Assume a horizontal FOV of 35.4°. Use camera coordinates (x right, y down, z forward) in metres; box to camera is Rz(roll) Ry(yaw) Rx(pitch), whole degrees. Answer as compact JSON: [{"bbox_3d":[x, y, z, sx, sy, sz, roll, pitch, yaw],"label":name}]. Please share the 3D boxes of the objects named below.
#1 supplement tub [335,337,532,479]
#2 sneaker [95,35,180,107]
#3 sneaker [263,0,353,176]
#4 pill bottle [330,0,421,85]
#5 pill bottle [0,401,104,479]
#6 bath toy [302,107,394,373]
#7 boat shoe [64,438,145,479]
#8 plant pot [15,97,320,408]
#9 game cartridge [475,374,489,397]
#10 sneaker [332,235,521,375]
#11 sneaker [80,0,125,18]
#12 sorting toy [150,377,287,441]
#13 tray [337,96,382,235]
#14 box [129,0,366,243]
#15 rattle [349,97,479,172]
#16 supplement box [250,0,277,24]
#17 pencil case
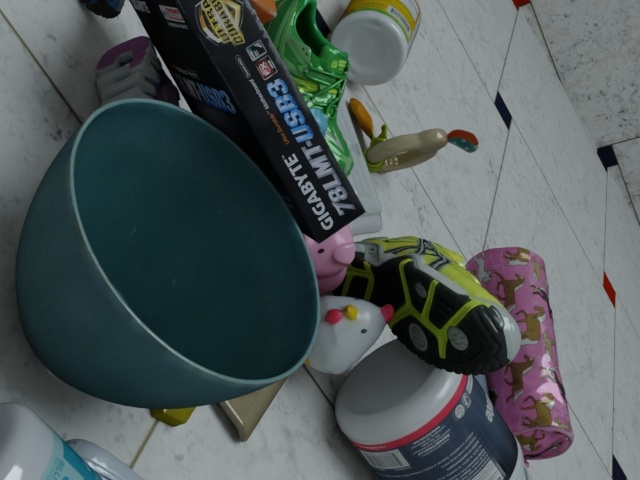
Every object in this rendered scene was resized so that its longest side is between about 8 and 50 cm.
[{"bbox_3d":[0.162,0.281,1.387,0.272,0.191,0.191,55,31,-23],"label":"supplement tub"},{"bbox_3d":[-0.204,-0.121,1.137,0.104,0.095,0.236,51,31,-44],"label":"sneaker"},{"bbox_3d":[-0.012,-0.235,1.511,0.109,0.123,0.295,-15,84,-61],"label":"sneaker"},{"bbox_3d":[0.109,-0.392,1.820,0.136,0.136,0.245,56,30,-22],"label":"pill bottle"},{"bbox_3d":[-0.207,0.264,0.799,0.264,0.146,0.146,54,31,-26],"label":"pill bottle"},{"bbox_3d":[0.000,0.000,1.312,0.151,0.129,0.348,32,37,-58],"label":"bath toy"},{"bbox_3d":[-0.171,0.275,0.944,0.226,0.083,0.075,39,50,-25],"label":"boat shoe"},{"bbox_3d":[-0.170,0.040,0.944,0.290,0.195,0.290,35,37,-32],"label":"plant pot"},{"bbox_3d":[0.212,0.189,1.691,0.196,0.060,0.294,19,55,-51],"label":"game cartridge"},{"bbox_3d":[0.149,0.059,1.336,0.147,0.385,0.145,-19,114,-23],"label":"sneaker"},{"bbox_3d":[-0.260,-0.354,1.220,0.083,0.071,0.190,15,59,-64],"label":"sneaker"},{"bbox_3d":[-0.116,0.115,1.173,0.229,0.041,0.307,61,29,-14],"label":"sorting toy"},{"bbox_3d":[0.036,-0.141,1.632,0.145,0.030,0.270,-9,79,-63],"label":"tray"},{"bbox_3d":[-0.095,-0.162,1.097,0.293,0.073,0.295,59,-11,-25],"label":"box"},{"bbox_3d":[0.163,-0.197,1.712,0.130,0.200,0.142,32,45,-48],"label":"rattle"},{"bbox_3d":[-0.131,-0.429,1.489,0.078,0.080,0.233,22,54,-55],"label":"supplement box"},{"bbox_3d":[0.353,0.204,1.811,0.167,0.160,0.386,49,32,-51],"label":"pencil case"}]
